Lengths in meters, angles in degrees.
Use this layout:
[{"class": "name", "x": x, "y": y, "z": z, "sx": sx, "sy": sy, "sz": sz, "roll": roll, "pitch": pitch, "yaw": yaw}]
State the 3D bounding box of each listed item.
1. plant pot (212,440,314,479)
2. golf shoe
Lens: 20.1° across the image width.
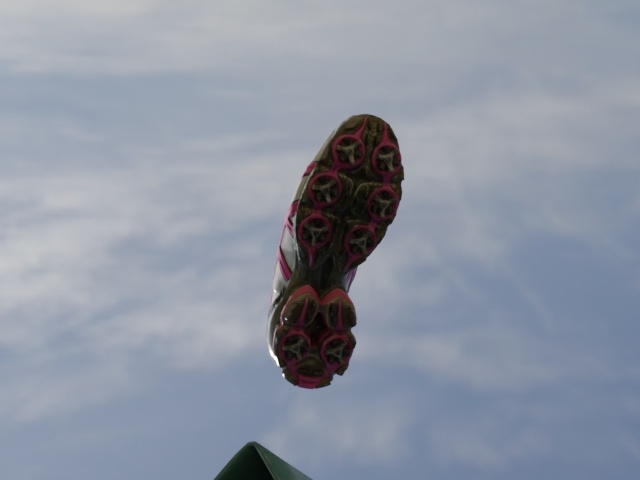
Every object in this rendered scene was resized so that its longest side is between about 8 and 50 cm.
[{"class": "plant pot", "x": 0.017, "y": 0.262, "z": 1.024, "sx": 0.234, "sy": 0.166, "sz": 0.165, "roll": 34, "pitch": -169, "yaw": -38}, {"class": "golf shoe", "x": 0.000, "y": 0.000, "z": 1.203, "sx": 0.067, "sy": 0.186, "sz": 0.086, "roll": 13, "pitch": -167, "yaw": -19}]
